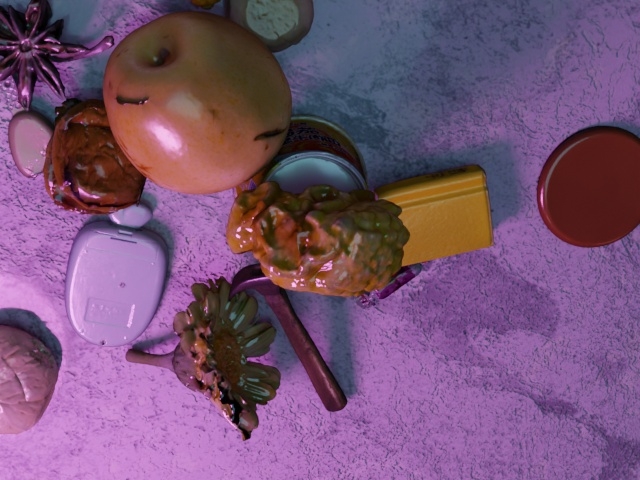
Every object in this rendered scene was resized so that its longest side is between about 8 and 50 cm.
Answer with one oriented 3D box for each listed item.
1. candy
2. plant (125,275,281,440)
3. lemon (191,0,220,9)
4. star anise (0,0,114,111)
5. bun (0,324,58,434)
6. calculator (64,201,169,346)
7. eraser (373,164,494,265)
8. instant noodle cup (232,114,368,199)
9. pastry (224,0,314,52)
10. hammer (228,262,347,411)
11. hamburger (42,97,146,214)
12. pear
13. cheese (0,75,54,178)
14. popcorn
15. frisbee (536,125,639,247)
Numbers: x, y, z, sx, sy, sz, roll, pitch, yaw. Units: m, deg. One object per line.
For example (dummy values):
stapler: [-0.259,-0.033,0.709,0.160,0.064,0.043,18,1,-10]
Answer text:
candy: [0.141,0.075,1.844,0.175,0.045,0.043,-36,143,2]
plant: [-0.215,0.222,1.722,0.297,0.261,0.305,-2,97,-8]
lemon: [-0.194,-0.479,1.560,0.142,0.142,0.187,-6,112,-7]
star anise: [-0.479,-0.325,1.594,0.231,0.089,0.209,20,95,-14]
bun: [-0.604,0.266,1.742,0.220,0.134,0.220,-3,109,-7]
calculator: [-0.381,0.065,1.759,0.184,0.042,0.295,11,107,-12]
eraser: [0.217,-0.047,1.800,0.226,0.069,0.158,-12,108,-5]
instant noodle cup: [-0.025,-0.084,1.683,0.264,0.200,0.264,-2,107,-8]
pastry: [-0.089,-0.401,1.629,0.156,0.092,0.156,-2,102,-12]
hammer: [-0.034,0.192,1.763,0.168,0.044,0.440,-5,137,22]
hamburger: [-0.379,-0.141,1.635,0.183,0.130,0.206,9,96,-31]
pear: [-0.204,-0.228,1.531,0.309,0.309,0.309,-3,108,-8]
cheese: [-0.518,-0.208,1.652,0.097,0.037,0.192,-21,110,-2]
popcorn: [0.000,0.000,1.489,0.286,0.225,0.173,7,101,-12]
frisbee: [0.550,-0.103,1.860,0.251,0.021,0.250,-3,109,-9]
